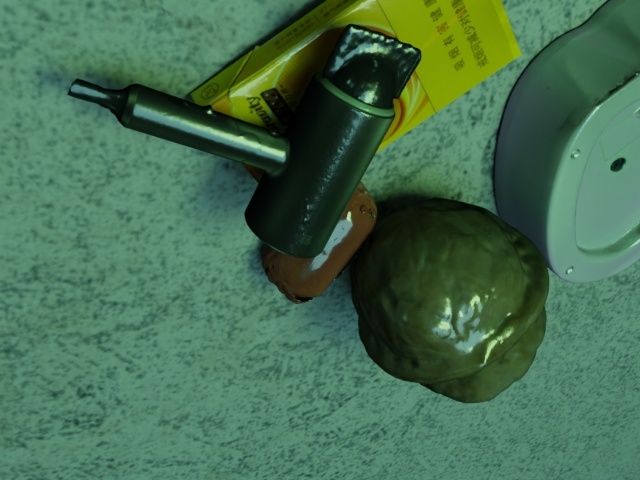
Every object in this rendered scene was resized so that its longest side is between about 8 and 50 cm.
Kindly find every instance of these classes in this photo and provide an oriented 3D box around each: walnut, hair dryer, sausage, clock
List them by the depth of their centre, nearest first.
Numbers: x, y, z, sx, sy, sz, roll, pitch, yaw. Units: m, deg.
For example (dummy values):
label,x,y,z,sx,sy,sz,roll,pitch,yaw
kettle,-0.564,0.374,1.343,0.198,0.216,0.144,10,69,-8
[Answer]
label,x,y,z,sx,sy,sz,roll,pitch,yaw
hair dryer,-0.065,-0.103,0.648,0.248,0.078,0.196,14,120,-26
sausage,0.000,0.000,0.821,0.076,0.076,0.141,26,109,-42
walnut,0.133,0.059,0.845,0.224,0.224,0.224,-16,132,-19
clock,0.354,-0.107,0.926,0.338,0.102,0.339,-17,132,-19

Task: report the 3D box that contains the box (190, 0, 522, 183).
label,x,y,z,sx,sy,sz,roll,pitch,yaw
box,0.038,-0.147,0.730,0.269,0.043,0.152,-35,134,5
